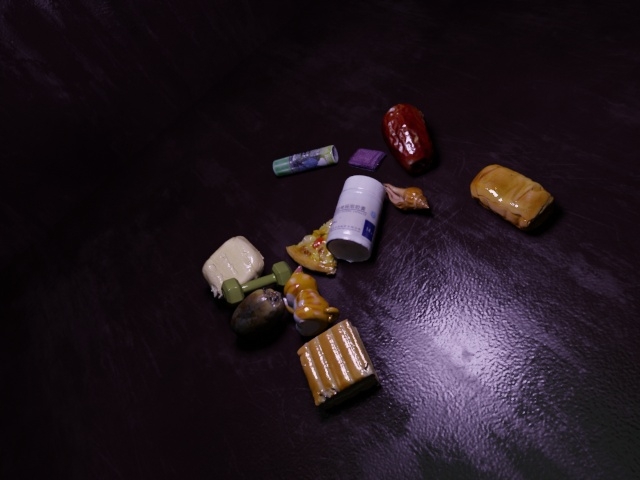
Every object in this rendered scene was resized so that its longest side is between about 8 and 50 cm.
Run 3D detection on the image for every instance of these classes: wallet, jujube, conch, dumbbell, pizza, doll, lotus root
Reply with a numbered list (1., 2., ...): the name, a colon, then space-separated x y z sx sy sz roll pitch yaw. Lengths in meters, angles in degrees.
1. wallet: 0.221 -0.389 2.273 0.166 0.030 0.111 19 69 38
2. jujube: 0.388 -0.450 2.104 0.223 0.223 0.317 -24 60 12
3. conch: 0.358 -0.182 2.024 0.109 0.093 0.330 -59 29 4
4. dumbbell: -0.263 0.182 2.004 0.302 0.121 0.108 -17 72 -22
5. pizza: 0.000 0.000 2.087 0.280 0.075 0.287 15 66 35
6. doll: -0.057 0.247 1.885 0.162 0.166 0.269 -20 49 -19
7. lotus root: -0.258 0.304 1.915 0.160 0.152 0.275 53 129 15

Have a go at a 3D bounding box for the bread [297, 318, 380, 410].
1. bread: 0.059 0.451 1.708 0.239 0.111 0.246 -33 51 8

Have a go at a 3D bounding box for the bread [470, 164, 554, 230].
1. bread: 0.707 -0.160 1.779 0.167 0.132 0.294 -37 46 -9

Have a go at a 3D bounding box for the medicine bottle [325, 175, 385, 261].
1. medicine bottle: 0.152 -0.095 1.994 0.190 0.190 0.332 0 58 29

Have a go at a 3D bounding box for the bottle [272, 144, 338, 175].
1. bottle: -0.078 -0.398 2.402 0.330 0.093 0.093 -10 54 23

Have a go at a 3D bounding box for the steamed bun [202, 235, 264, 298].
1. steamed bun: -0.382 0.135 2.142 0.232 0.166 0.273 42 85 21
